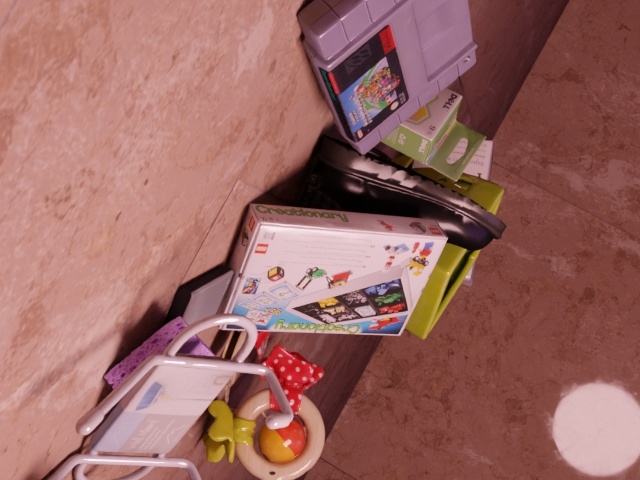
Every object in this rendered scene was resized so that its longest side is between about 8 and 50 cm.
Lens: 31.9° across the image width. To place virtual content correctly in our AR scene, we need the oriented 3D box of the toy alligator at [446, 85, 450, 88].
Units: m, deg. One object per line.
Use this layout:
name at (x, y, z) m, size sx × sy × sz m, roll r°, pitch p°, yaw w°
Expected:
toy alligator at (0.220, -0.295, 2.189) m, size 0.051 × 0.056 × 0.190 m, roll 52°, pitch 60°, yaw -33°

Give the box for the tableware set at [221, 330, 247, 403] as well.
tableware set at (-0.145, 0.181, 1.783) m, size 0.194 × 0.039 × 0.128 m, roll 105°, pitch 5°, yaw -69°

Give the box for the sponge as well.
sponge at (-0.198, 0.163, 1.428) m, size 0.117 × 0.031 × 0.210 m, roll -40°, pitch 165°, yaw -7°

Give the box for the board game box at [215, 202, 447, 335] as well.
board game box at (0.014, 0.048, 1.618) m, size 0.305 × 0.053 × 0.193 m, roll 5°, pitch 125°, yaw -28°

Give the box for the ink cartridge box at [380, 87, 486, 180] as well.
ink cartridge box at (0.145, -0.189, 1.699) m, size 0.109 × 0.209 × 0.062 m, roll -54°, pitch 167°, yaw -33°

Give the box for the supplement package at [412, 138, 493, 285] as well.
supplement package at (0.259, -0.065, 2.372) m, size 0.175 × 0.177 × 0.293 m, roll 42°, pitch 57°, yaw -79°

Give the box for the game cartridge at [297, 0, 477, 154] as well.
game cartridge at (0.098, -0.255, 1.460) m, size 0.230 × 0.068 × 0.355 m, roll -44°, pitch 159°, yaw -5°

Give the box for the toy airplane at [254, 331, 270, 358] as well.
toy airplane at (-0.080, 0.140, 1.983) m, size 0.151 × 0.028 × 0.151 m, roll -56°, pitch 166°, yaw -22°

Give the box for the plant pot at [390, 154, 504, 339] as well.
plant pot at (0.164, -0.003, 1.963) m, size 0.227 × 0.207 × 0.228 m, roll -53°, pitch 165°, yaw -33°

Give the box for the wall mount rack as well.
wall mount rack at (-0.210, 0.235, 1.308) m, size 0.304 × 0.130 × 0.350 m, roll 10°, pitch 130°, yaw -41°

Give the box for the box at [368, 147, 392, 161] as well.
box at (0.063, -0.055, 2.062) m, size 0.231 × 0.056 × 0.183 m, roll -61°, pitch 169°, yaw 2°

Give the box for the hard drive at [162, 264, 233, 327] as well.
hard drive at (-0.167, 0.090, 1.495) m, size 0.094 × 0.022 × 0.135 m, roll -65°, pitch 168°, yaw 19°

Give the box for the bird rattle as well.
bird rattle at (-0.083, 0.318, 1.964) m, size 0.253 × 0.207 × 0.143 m, roll -35°, pitch 175°, yaw -23°

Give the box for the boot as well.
boot at (0.093, 0.011, 1.747) m, size 0.260 × 0.348 × 0.131 m, roll -67°, pitch -165°, yaw 8°
